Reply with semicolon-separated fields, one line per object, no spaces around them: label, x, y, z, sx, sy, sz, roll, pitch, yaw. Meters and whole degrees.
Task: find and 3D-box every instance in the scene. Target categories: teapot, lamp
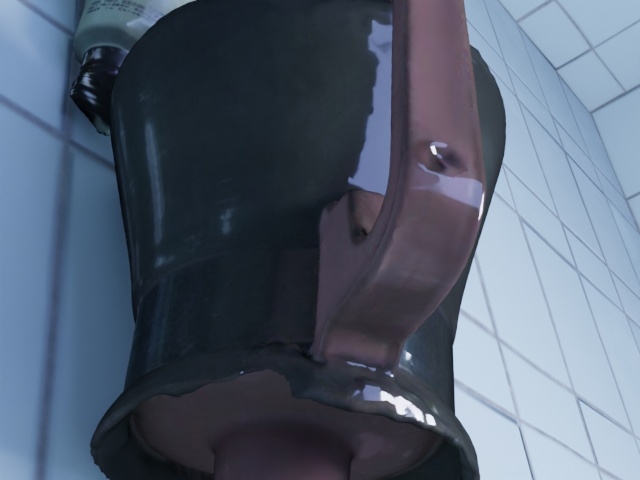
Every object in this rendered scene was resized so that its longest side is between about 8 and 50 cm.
teapot;0.000;0.000;0.607;0.305;0.376;0.362;13;53;-16
lamp;-0.157;-0.245;0.797;0.182;0.182;0.314;49;45;-22
